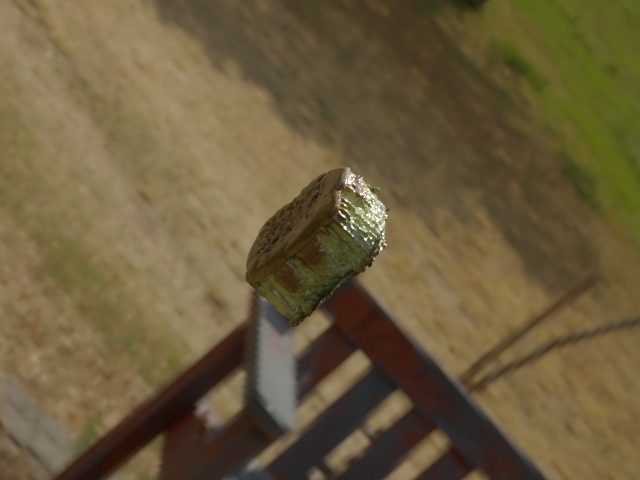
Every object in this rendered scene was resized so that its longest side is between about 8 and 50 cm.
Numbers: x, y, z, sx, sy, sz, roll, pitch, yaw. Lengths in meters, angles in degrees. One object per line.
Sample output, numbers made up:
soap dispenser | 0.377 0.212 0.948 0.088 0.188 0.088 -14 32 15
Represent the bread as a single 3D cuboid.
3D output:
bread | 0.000 0.000 1.595 0.069 0.128 0.140 45 20 -12
